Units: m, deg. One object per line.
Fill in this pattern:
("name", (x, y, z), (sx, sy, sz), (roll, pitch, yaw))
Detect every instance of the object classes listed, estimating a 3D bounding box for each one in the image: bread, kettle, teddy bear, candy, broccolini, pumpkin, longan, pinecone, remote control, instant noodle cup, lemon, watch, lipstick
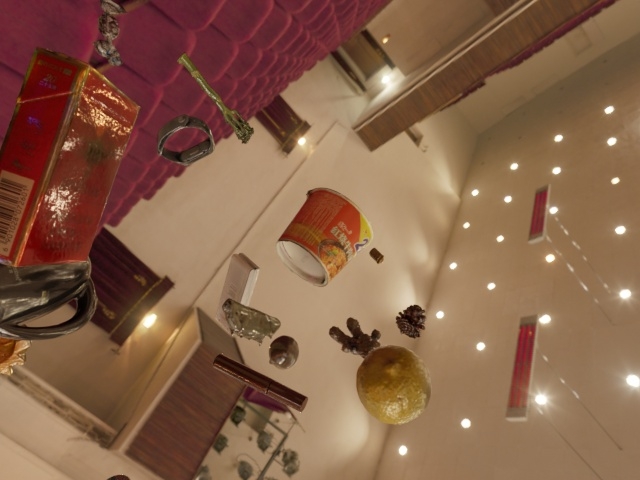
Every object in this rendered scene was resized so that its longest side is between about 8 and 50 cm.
("bread", (0.252, 0.068, 1.948), (0.088, 0.033, 0.049), (50, -53, 40))
("kettle", (-0.685, 0.113, 1.032), (0.207, 0.269, 0.290), (-29, 174, 26))
("teddy bear", (0.159, 0.413, 1.756), (0.181, 0.129, 0.251), (-30, -155, -18))
("candy", (-0.650, -0.648, 1.332), (0.051, 0.093, 0.227), (-20, -109, 42))
("broccolini", (-0.374, -0.503, 1.549), (0.073, 0.392, 0.079), (-9, -130, 29))
("pumpkin", (-1.037, 0.357, 1.367), (0.253, 0.131, 0.149), (-18, -148, -20))
("longan", (-0.193, 0.581, 2.240), (0.189, 0.189, 0.189), (-40, -163, 15))
("pinecone", (0.289, 0.255, 1.381), (0.102, 0.102, 0.109), (-30, -158, 40))
("remote control", (-0.288, 0.187, 1.492), (0.055, 0.102, 0.278), (-9, 127, -48))
("instant noodle cup", (0.000, 0.000, 1.083), (0.174, 0.213, 0.213), (-49, -163, -27))
("lemon", (0.238, 0.471, 1.414), (0.267, 0.267, 0.267), (-40, -163, 15))
("watch", (-0.489, -0.356, 1.544), (0.206, 0.193, 0.069), (-21, -117, 9))
("lipstick", (-0.208, 0.474, 1.450), (0.057, 0.356, 0.057), (-53, 153, -41))

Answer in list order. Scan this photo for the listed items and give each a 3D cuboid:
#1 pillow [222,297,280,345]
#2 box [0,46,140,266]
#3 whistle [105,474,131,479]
("pillow", (-0.193, 0.235, 1.196), (0.051, 0.241, 0.093), (-5, -116, 32))
("box", (-0.423, -0.120, 0.709), (0.197, 0.089, 0.314), (122, -13, -89))
("whistle", (-0.681, 0.867, 1.454), (0.107, 0.057, 0.220), (-12, -158, -38))
